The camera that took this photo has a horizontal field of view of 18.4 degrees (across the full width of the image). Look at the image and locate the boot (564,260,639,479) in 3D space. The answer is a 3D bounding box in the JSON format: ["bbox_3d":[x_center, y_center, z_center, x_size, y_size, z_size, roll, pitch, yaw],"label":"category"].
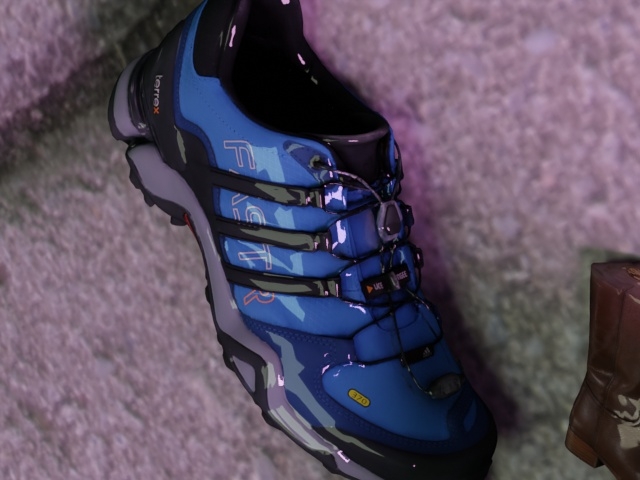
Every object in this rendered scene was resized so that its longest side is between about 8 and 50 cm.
[{"bbox_3d":[0.169,0.072,0.976,0.106,0.037,0.114,27,121,34],"label":"boot"}]

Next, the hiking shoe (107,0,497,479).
[{"bbox_3d":[0.000,0.000,1.042,0.304,0.113,0.132,54,136,10],"label":"hiking shoe"}]
